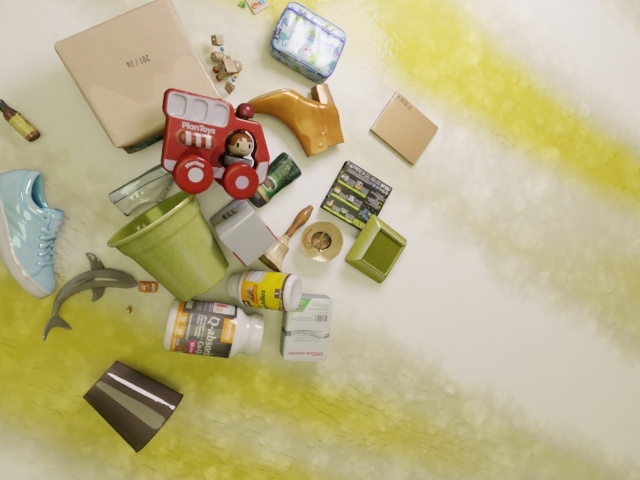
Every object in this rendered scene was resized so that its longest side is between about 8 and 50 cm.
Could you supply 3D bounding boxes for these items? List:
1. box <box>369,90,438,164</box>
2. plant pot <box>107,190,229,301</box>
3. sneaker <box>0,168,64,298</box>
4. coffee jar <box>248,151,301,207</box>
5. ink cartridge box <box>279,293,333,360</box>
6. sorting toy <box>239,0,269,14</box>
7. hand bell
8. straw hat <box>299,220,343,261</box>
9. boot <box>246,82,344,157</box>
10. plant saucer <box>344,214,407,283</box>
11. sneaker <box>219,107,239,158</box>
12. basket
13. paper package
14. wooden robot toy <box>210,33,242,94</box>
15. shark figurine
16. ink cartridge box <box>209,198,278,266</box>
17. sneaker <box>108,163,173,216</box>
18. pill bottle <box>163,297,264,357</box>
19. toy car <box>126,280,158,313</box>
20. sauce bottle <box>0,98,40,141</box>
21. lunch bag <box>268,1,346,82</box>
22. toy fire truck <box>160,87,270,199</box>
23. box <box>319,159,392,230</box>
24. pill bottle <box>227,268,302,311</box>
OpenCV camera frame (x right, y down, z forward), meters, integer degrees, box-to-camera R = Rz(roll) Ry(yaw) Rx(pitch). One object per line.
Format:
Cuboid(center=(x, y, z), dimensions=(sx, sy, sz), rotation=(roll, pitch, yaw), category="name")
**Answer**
Cuboid(center=(0.292, -0.387, 1.391), dimensions=(0.201, 0.021, 0.164), rotation=(36, 86, -14), category="box")
Cuboid(center=(-0.407, 0.026, 1.159), dimensions=(0.276, 0.276, 0.253), rotation=(-35, 114, -8), category="plant pot")
Cuboid(center=(-0.786, -0.023, 1.111), dimensions=(0.150, 0.135, 0.365), rotation=(-16, 99, -8), category="sneaker")
Cuboid(center=(-0.156, -0.189, 1.272), dimensions=(0.184, 0.079, 0.096), rotation=(-40, 106, -8), category="coffee jar")
Cuboid(center=(-0.050, 0.287, 1.337), dimensions=(0.153, 0.087, 0.208), rotation=(6, 93, -14), category="ink cartridge box")
Cuboid(center=(-0.209, -0.737, 1.244), dimensions=(0.083, 0.012, 0.062), rotation=(-35, 102, -8), category="sorting toy")
Cuboid(center=(-0.101, -0.022, 1.304), dimensions=(0.126, 0.126, 0.242), rotation=(44, 72, -13), category="hand bell")
Cuboid(center=(0.000, 0.000, 1.336), dimensions=(0.145, 0.061, 0.144), rotation=(0, 93, -9), category="straw hat")
Cuboid(center=(-0.073, -0.365, 1.264), dimensions=(0.295, 0.104, 0.211), rotation=(-16, 98, -16), category="boot")
Cuboid(center=(0.203, 0.037, 1.373), dimensions=(0.188, 0.045, 0.188), rotation=(34, 87, -28), category="plant saucer")
Cuboid(center=(-0.289, -0.303, 1.224), dimensions=(0.088, 0.093, 0.225), rotation=(19, 92, -15), category="sneaker")
Cuboid(center=(-0.571, 0.482, 1.203), dimensions=(0.227, 0.154, 0.204), rotation=(42, 83, -10), category="basket")
Cuboid(center=(-0.487, -0.449, 1.126), dimensions=(0.325, 0.168, 0.309), rotation=(-30, 101, -10), category="paper package")
Cuboid(center=(-0.281, -0.537, 1.232), dimensions=(0.079, 0.076, 0.173), rotation=(-29, 103, -45), category="wooden robot toy")
Cuboid(center=(-0.704, 0.148, 1.158), dimensions=(0.278, 0.116, 0.166), rotation=(-35, 101, -10), category="shark figurine")
Cuboid(center=(-0.233, -0.033, 1.205), dimensions=(0.127, 0.176, 0.128), rotation=(-40, 121, -5), category="ink cartridge box")
Cuboid(center=(-0.492, -0.164, 1.200), dimensions=(0.258, 0.094, 0.091), rotation=(-30, 116, -3), category="sneaker")
Cuboid(center=(-0.324, 0.272, 1.233), dimensions=(0.279, 0.162, 0.162), rotation=(11, 93, -14), category="pill bottle")
Cuboid(center=(-0.548, 0.180, 1.233), dimensions=(0.060, 0.040, 0.121), rotation=(24, 89, -14), category="toy car")
Cuboid(center=(-0.844, -0.335, 1.114), dimensions=(0.042, 0.042, 0.128), rotation=(-42, 105, -7), category="sauce bottle")
Cuboid(center=(-0.040, -0.621, 1.258), dimensions=(0.219, 0.090, 0.176), rotation=(26, 86, -15), category="lunch bag")
Cuboid(center=(-0.280, -0.261, 1.102), dimensions=(0.302, 0.169, 0.253), rotation=(4, 109, -27), category="toy fire truck")
Cuboid(center=(0.123, -0.146, 1.362), dimensions=(0.191, 0.045, 0.184), rotation=(29, 91, -15), category="box")
Cuboid(center=(-0.174, 0.152, 1.245), dimensions=(0.215, 0.117, 0.117), rotation=(4, 95, 20), category="pill bottle")
